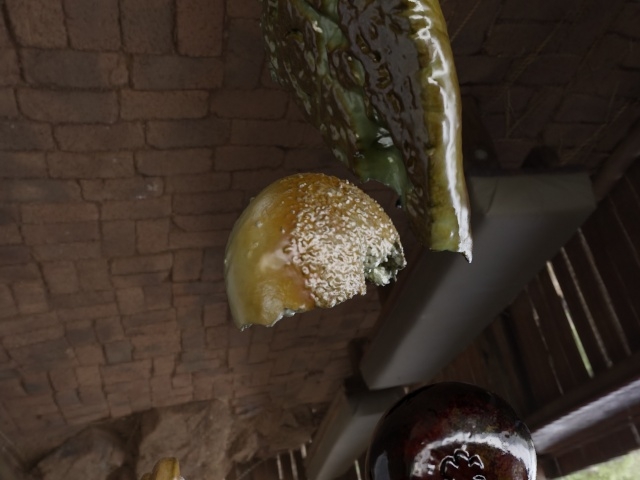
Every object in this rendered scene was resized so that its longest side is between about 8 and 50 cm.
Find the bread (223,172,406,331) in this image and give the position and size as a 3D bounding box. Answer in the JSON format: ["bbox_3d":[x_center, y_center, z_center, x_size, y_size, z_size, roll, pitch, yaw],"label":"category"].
[{"bbox_3d":[0.001,-0.005,0.838,0.171,0.191,0.314,-15,178,41],"label":"bread"}]

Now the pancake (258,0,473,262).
[{"bbox_3d":[0.008,-0.153,0.387,0.054,0.376,0.197,-21,179,-24],"label":"pancake"}]

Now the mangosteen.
[{"bbox_3d":[0.098,0.171,0.462,0.140,0.140,0.140,-8,149,-5],"label":"mangosteen"}]

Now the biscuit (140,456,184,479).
[{"bbox_3d":[-0.210,0.403,0.596,0.047,0.339,0.216,21,146,-13],"label":"biscuit"}]
